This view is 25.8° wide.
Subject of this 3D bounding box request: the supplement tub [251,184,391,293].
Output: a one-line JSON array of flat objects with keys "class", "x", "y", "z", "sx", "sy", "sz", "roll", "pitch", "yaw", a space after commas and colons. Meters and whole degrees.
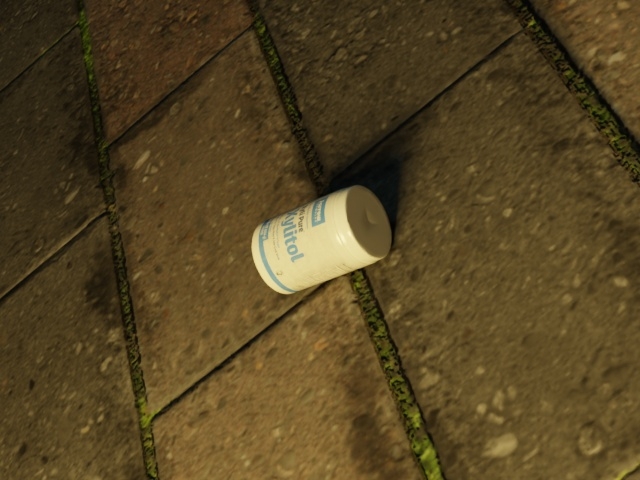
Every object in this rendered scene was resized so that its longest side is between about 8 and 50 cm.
[{"class": "supplement tub", "x": 0.000, "y": 0.000, "z": 1.218, "sx": 0.107, "sy": 0.071, "sz": 0.071, "roll": -23, "pitch": 40, "yaw": 33}]
